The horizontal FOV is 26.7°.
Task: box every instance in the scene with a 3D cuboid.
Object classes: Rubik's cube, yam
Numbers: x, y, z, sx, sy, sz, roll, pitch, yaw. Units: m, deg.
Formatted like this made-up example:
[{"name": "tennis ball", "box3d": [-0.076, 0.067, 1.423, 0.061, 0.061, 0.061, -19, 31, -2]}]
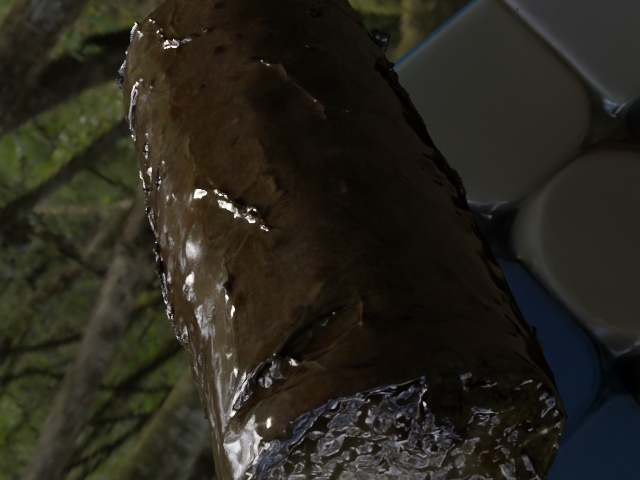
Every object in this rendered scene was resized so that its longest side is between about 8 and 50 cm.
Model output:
[{"name": "Rubik's cube", "box3d": [0.154, 0.053, 0.912, 0.344, 0.347, 0.346, 47, 163, 9]}, {"name": "yam", "box3d": [-0.001, -0.001, 0.520, 0.131, 0.131, 0.279, 31, -157, -33]}]
